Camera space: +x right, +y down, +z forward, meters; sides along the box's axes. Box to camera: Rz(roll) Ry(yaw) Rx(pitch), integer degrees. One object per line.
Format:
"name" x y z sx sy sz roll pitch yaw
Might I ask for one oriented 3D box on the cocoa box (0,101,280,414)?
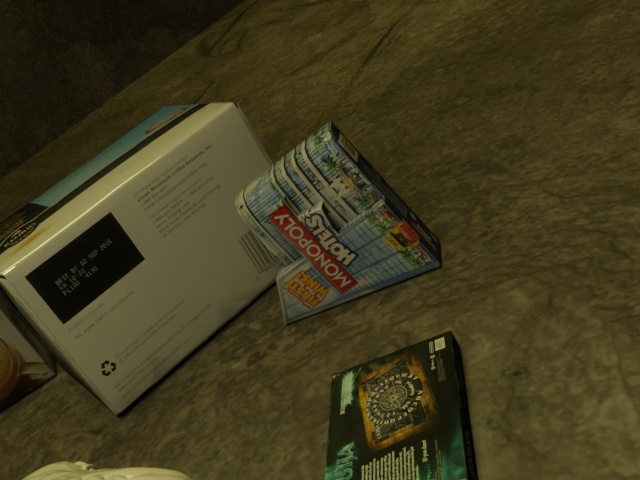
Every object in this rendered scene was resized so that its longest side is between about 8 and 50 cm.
"cocoa box" -0.231 0.006 1.074 0.347 0.231 0.228 -41 26 -22

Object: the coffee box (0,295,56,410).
"coffee box" -0.548 0.192 1.156 0.297 0.168 0.119 -33 25 -8

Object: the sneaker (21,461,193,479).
"sneaker" -0.228 0.251 0.776 0.292 0.110 0.118 -18 18 24

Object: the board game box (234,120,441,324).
"board game box" 0.000 0.000 0.933 0.194 0.194 0.060 -36 20 23

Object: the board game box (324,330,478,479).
"board game box" 0.064 0.161 0.702 0.126 0.026 0.186 -23 26 17
